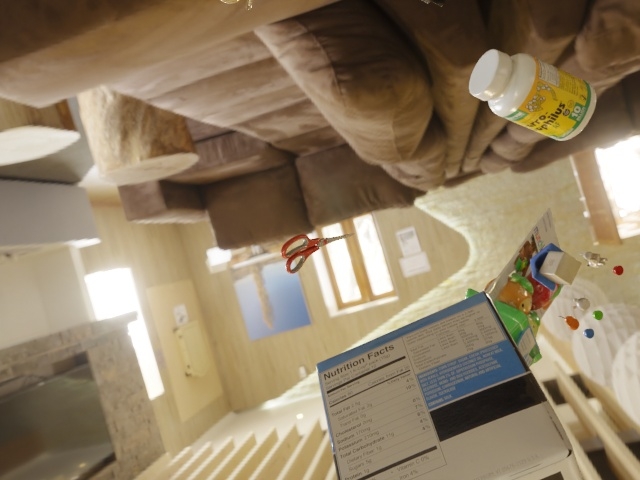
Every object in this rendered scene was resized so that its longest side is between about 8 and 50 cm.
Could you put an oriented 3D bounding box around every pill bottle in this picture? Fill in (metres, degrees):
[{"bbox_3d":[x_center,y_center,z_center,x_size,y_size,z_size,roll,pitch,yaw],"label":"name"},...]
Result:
[{"bbox_3d":[0.382,-0.269,1.162,0.208,0.117,0.117,18,166,-19],"label":"pill bottle"}]

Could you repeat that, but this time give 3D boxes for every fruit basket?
[{"bbox_3d":[0.481,0.149,1.499,0.353,0.327,0.165,-46,-133,-11],"label":"fruit basket"}]

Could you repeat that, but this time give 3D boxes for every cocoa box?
[{"bbox_3d":[0.177,0.279,0.761,0.231,0.347,0.228,-25,-142,8],"label":"cocoa box"}]

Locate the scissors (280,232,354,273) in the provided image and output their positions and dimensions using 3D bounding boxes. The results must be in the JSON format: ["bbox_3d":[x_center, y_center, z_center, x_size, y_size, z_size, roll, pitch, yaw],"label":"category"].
[{"bbox_3d":[0.000,0.000,1.824,0.021,0.109,0.297,23,-140,40],"label":"scissors"}]

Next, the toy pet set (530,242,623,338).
[{"bbox_3d":[0.376,0.066,0.968,0.122,0.114,0.065,-60,-164,-8],"label":"toy pet set"}]

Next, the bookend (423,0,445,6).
[{"bbox_3d":[0.260,-0.560,1.329,0.072,0.156,0.157,18,121,-25],"label":"bookend"}]

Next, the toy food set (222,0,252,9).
[{"bbox_3d":[-0.256,-0.742,1.807,0.038,0.192,0.132,-45,159,-56],"label":"toy food set"}]
